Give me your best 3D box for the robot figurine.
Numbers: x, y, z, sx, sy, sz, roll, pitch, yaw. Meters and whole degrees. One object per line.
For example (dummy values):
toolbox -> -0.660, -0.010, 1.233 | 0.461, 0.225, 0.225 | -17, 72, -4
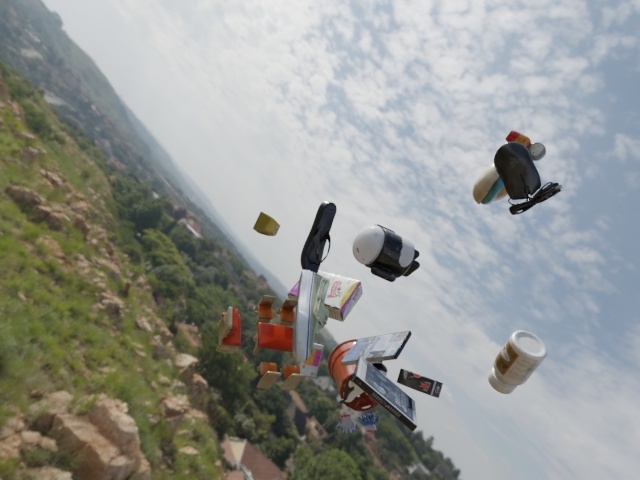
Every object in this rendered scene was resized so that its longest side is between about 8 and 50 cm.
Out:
robot figurine -> 0.261, 0.049, 1.966 | 0.278, 0.173, 0.209 | 23, 9, -19

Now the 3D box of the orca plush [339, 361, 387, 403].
orca plush -> 0.173, 0.559, 1.995 | 0.102, 0.151, 0.287 | -95, -161, -45

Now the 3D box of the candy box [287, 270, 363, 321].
candy box -> 0.018, 0.198, 1.829 | 0.233, 0.159, 0.071 | 12, -47, 30

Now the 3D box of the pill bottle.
pill bottle -> 0.705, 0.448, 1.781 | 0.131, 0.131, 0.229 | 44, -46, 32

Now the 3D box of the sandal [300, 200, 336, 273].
sandal -> 0.000, -0.001, 1.585 | 0.054, 0.254, 0.097 | 23, 13, 35

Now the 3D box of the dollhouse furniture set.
dollhouse furniture set -> -0.162, 0.277, 1.427 | 0.259, 0.135, 0.262 | 13, 46, -23

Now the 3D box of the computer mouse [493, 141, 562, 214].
computer mouse -> 0.690, -0.212, 1.668 | 0.272, 0.188, 0.072 | 50, 21, -23

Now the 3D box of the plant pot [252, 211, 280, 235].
plant pot -> -0.215, -0.060, 2.023 | 0.083, 0.081, 0.081 | 22, -8, 16

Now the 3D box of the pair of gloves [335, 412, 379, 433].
pair of gloves -> 0.160, 0.796, 2.131 | 0.023, 0.198, 0.159 | -95, 177, -48

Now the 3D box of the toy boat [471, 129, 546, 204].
toy boat -> 0.709, -0.260, 1.869 | 0.148, 0.267, 0.318 | 37, -45, 14

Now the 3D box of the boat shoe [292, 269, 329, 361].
boat shoe -> -0.022, 0.204, 1.388 | 0.109, 0.094, 0.302 | 104, -7, -47

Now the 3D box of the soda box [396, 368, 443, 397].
soda box -> 0.366, 0.527, 1.818 | 0.053, 0.060, 0.169 | 28, -14, -36

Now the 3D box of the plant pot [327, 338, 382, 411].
plant pot -> 0.178, 0.641, 2.303 | 0.272, 0.272, 0.265 | 50, 6, -12

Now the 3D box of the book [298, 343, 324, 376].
book -> -0.042, 0.533, 2.200 | 0.096, 0.144, 0.035 | 22, -10, -35

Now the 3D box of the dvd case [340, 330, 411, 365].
dvd case -> 0.222, 0.427, 1.946 | 0.253, 0.180, 0.022 | -18, -78, 35

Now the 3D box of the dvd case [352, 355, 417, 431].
dvd case -> 0.207, 0.483, 1.567 | 0.239, 0.029, 0.179 | 39, 11, 2
